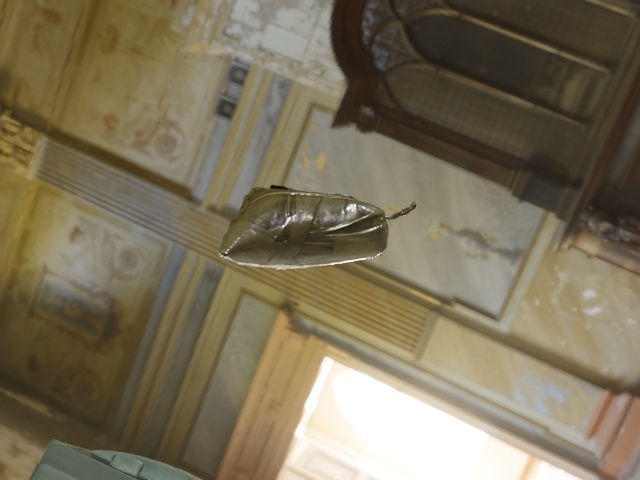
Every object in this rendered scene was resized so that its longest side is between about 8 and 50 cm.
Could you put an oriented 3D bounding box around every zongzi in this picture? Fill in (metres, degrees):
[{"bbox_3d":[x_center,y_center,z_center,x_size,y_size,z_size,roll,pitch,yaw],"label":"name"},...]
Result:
[{"bbox_3d":[0.000,0.000,0.952,0.178,0.188,0.081,-68,-18,-75],"label":"zongzi"}]

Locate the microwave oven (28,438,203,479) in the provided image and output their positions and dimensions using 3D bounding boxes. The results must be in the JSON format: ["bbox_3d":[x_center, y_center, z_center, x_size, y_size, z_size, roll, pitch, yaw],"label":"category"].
[{"bbox_3d":[-0.096,0.217,0.550,0.162,0.122,0.208,-67,-24,-13],"label":"microwave oven"}]
